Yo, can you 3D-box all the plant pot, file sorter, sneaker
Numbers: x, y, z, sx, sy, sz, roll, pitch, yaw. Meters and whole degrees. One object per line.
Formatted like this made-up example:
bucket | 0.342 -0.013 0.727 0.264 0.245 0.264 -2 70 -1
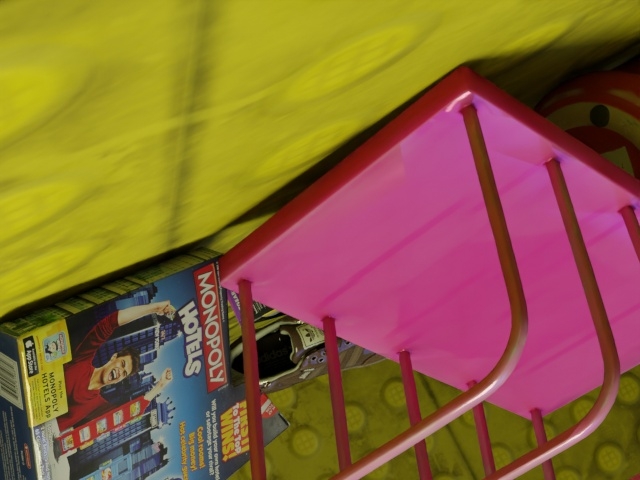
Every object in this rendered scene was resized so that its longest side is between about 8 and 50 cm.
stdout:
plant pot | 0.245 -0.040 0.869 0.174 0.191 0.191 -18 169 -41
file sorter | 0.120 0.083 0.692 0.291 0.182 0.202 26 131 -34
sneaker | 0.007 0.077 0.950 0.188 0.066 0.071 -27 173 12

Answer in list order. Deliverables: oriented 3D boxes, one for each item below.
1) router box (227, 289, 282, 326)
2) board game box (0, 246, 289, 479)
router box | 0.011 0.016 0.991 0.133 0.046 0.179 -28 173 16
board game box | -0.109 0.102 0.754 0.060 0.194 0.194 22 -148 40
